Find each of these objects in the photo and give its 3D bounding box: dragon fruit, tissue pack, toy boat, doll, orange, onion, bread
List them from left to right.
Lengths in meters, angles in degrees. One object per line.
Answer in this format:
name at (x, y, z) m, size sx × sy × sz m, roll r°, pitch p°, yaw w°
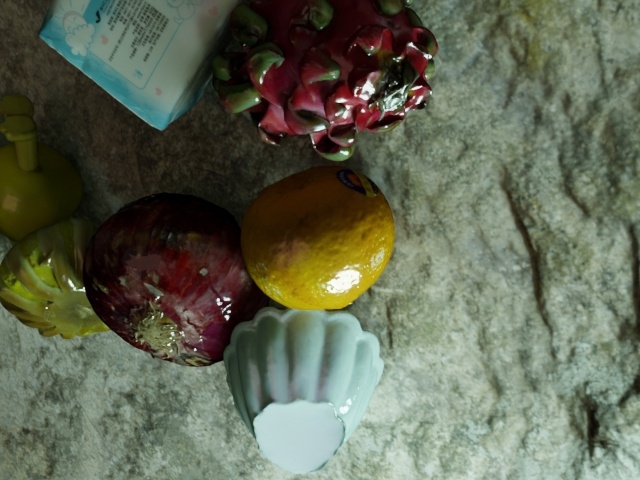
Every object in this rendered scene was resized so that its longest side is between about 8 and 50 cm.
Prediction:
doll at (-0.423, -0.039, 1.443) m, size 0.199 × 0.145 × 0.362 m, roll -111°, pitch 22°, yaw -47°
bread at (-0.346, 0.065, 1.368) m, size 0.213 × 0.214 × 0.104 m, roll -56°, pitch 44°, yaw 39°
tissue pack at (-0.181, -0.289, 1.118) m, size 0.201 × 0.124 × 0.271 m, roll 36°, pitch 129°, yaw -6°
onion at (-0.182, 0.049, 1.254) m, size 0.247 × 0.190 × 0.246 m, roll 10°, pitch 129°, yaw 13°
toy boat at (-0.024, 0.200, 1.217) m, size 0.200 × 0.100 × 0.290 m, roll 4°, pitch 137°, yaw 1°
dragon fruit at (-0.006, -0.175, 1.026) m, size 0.273 × 0.219 × 0.198 m, roll -40°, pitch 47°, yaw 46°
orange at (-0.002, -0.003, 1.106) m, size 0.178 × 0.177 × 0.155 m, roll 9°, pitch 128°, yaw 33°
